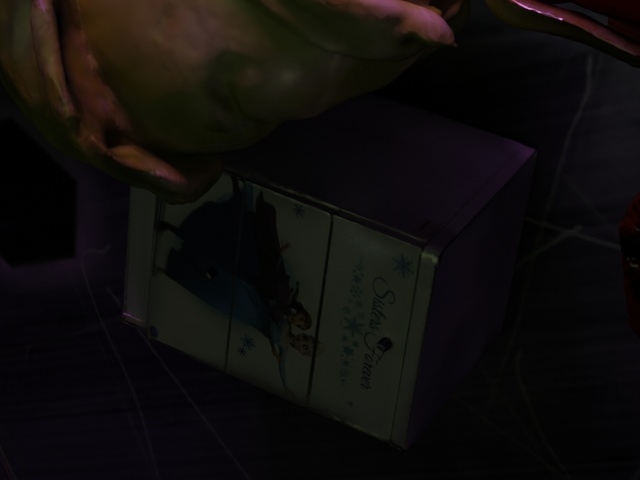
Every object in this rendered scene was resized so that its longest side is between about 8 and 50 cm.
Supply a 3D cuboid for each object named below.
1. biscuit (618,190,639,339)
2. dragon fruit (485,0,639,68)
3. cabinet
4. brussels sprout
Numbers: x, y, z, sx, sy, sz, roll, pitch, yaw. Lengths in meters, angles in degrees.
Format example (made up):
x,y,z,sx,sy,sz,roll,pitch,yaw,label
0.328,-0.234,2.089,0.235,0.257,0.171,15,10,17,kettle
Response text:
x,y,z,sx,sy,sz,roll,pitch,yaw,label
0.257,0.023,1.009,0.192,0.049,0.192,16,122,27,biscuit
0.195,-0.184,0.815,0.227,0.224,0.224,18,127,41,dragon fruit
0.000,0.000,1.083,0.206,0.150,0.145,21,127,20,cabinet
-0.044,-0.159,0.934,0.259,0.294,0.227,-15,135,37,brussels sprout
